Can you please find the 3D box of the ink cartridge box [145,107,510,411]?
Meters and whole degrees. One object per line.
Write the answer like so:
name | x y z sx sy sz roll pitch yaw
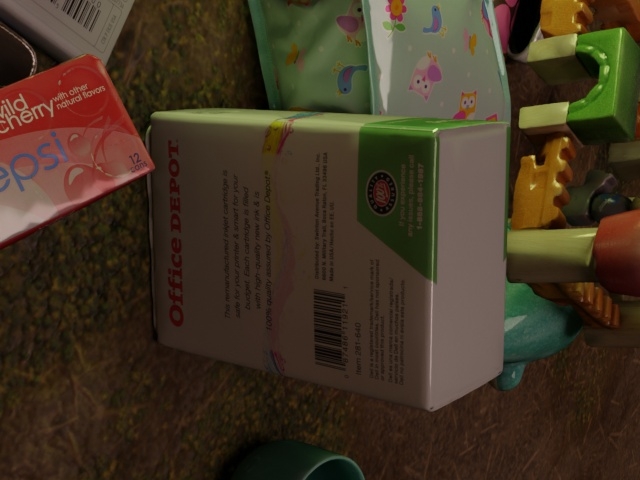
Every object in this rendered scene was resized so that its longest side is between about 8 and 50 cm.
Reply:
ink cartridge box | 0.000 0.000 0.829 0.117 0.278 0.201 -14 108 -51

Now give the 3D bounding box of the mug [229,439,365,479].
mug | -0.031 0.268 0.982 0.129 0.097 0.158 -13 107 -49

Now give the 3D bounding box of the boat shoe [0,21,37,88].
boat shoe | -0.252 -0.129 0.663 0.183 0.066 0.066 10 89 -51

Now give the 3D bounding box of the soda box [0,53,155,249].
soda box | -0.240 -0.025 0.640 0.263 0.083 0.092 -31 100 -33

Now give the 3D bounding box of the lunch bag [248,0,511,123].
lunch bag | 0.063 -0.141 0.972 0.223 0.160 0.262 -25 110 -46

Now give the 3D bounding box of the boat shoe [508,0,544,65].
boat shoe | 0.263 -0.336 1.223 0.084 0.095 0.258 -8 102 -54

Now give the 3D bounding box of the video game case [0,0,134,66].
video game case | -0.214 -0.323 0.698 0.329 0.036 0.300 36 70 -47

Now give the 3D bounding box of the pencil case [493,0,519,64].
pencil case | 0.189 -0.290 1.144 0.098 0.095 0.209 22 82 -45

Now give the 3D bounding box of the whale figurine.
whale figurine | 0.225 0.080 1.202 0.272 0.141 0.216 -33 122 -54

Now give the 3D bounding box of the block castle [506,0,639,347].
block castle | 0.371 -0.113 1.119 0.303 0.212 0.453 35 60 -47
